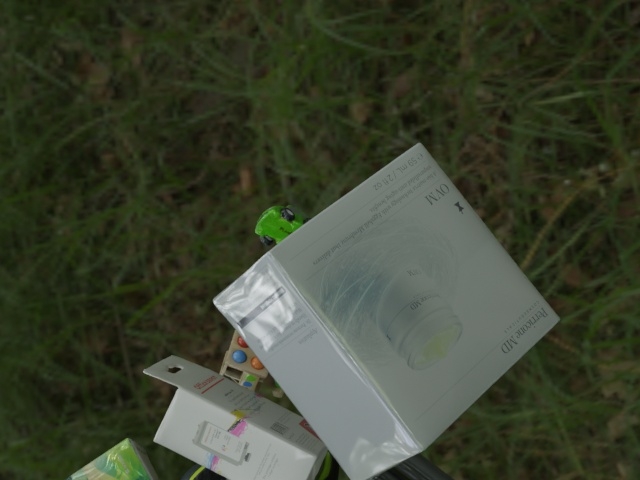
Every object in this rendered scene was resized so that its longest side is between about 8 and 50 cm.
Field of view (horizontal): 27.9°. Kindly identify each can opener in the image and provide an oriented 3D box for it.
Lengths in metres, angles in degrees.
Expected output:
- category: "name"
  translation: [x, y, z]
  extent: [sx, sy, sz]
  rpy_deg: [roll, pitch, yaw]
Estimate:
- category: "can opener"
  translation: [0.109, 0.311, 1.807]
  extent: [0.283, 0.095, 0.076]
  rpy_deg: [36, 103, 5]

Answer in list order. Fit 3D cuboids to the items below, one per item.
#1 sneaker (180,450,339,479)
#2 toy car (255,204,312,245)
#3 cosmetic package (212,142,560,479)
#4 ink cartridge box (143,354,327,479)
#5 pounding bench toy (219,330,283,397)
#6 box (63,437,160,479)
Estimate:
- category: "sneaker"
  translation: [-0.089, 0.294, 1.546]
  extent: [0.121, 0.300, 0.111]
  rpy_deg: [-12, 82, 27]
- category: "toy car"
  translation: [0.000, 0.000, 1.910]
  extent: [0.239, 0.225, 0.053]
  rpy_deg: [-50, 32, 22]
- category: "cosmetic package"
  translation: [0.065, 0.068, 1.223]
  extent: [0.225, 0.224, 0.138]
  rpy_deg: [52, 144, 1]
- category: "ink cartridge box"
  translation: [-0.094, 0.195, 1.335]
  extent: [0.198, 0.115, 0.067]
  rpy_deg: [26, 97, 8]
- category: "pounding bench toy"
  translation: [-0.073, 0.151, 1.533]
  extent: [0.065, 0.083, 0.052]
  rpy_deg: [116, 172, -50]
- category: "box"
  translation: [-0.290, 0.406, 1.451]
  extent: [0.232, 0.322, 0.058]
  rpy_deg: [53, 174, 29]
